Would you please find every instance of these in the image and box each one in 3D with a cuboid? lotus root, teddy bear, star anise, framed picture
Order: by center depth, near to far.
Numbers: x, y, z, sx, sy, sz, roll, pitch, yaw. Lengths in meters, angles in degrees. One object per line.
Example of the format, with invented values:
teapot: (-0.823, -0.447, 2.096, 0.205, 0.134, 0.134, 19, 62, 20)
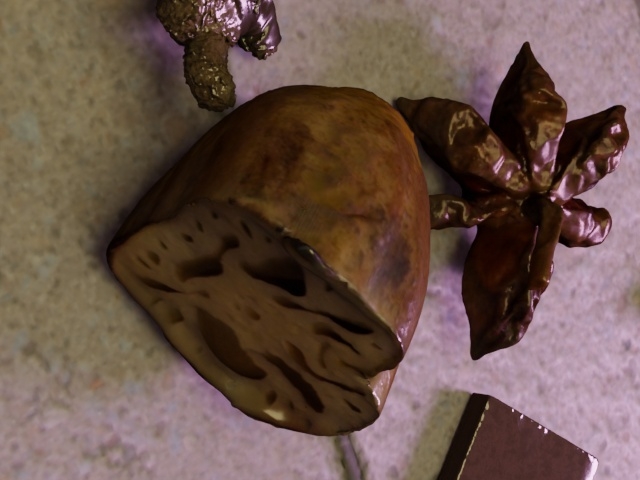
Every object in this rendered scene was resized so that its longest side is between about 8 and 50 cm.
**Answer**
lotus root: (0.001, 0.000, 0.880, 0.199, 0.188, 0.180, 53, 51, -21)
teddy bear: (-0.065, -0.155, 0.894, 0.160, 0.078, 0.119, -59, 140, -43)
star anise: (0.149, -0.034, 1.025, 0.196, 0.111, 0.212, -17, 94, -39)
framed picture: (0.133, 0.216, 1.061, 0.128, 0.023, 0.168, 32, 74, -30)
